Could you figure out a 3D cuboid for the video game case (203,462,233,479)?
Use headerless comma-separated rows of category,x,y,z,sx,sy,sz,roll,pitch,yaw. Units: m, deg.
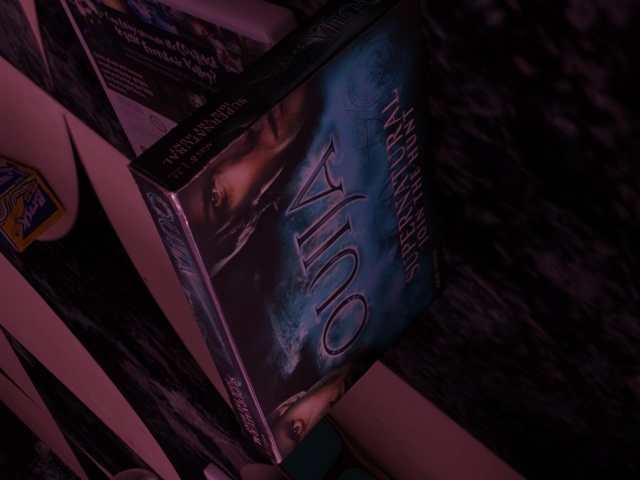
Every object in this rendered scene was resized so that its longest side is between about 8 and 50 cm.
video game case,-0.073,0.353,1.251,0.157,0.019,0.143,33,154,27

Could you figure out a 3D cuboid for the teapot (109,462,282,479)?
teapot,-0.052,0.268,0.784,0.253,0.187,0.256,10,162,-12

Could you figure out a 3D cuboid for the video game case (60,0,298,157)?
video game case,-0.062,-0.071,0.547,0.190,0.022,0.173,29,152,38

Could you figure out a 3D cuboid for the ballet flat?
ballet flat,0.010,0.181,0.789,0.168,0.057,0.052,43,166,10

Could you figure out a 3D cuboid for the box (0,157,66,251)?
box,-0.315,-0.044,0.973,0.169,0.059,0.054,19,146,48

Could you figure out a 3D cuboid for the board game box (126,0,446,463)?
board game box,0.000,0.000,0.421,0.026,0.126,0.186,31,153,32
